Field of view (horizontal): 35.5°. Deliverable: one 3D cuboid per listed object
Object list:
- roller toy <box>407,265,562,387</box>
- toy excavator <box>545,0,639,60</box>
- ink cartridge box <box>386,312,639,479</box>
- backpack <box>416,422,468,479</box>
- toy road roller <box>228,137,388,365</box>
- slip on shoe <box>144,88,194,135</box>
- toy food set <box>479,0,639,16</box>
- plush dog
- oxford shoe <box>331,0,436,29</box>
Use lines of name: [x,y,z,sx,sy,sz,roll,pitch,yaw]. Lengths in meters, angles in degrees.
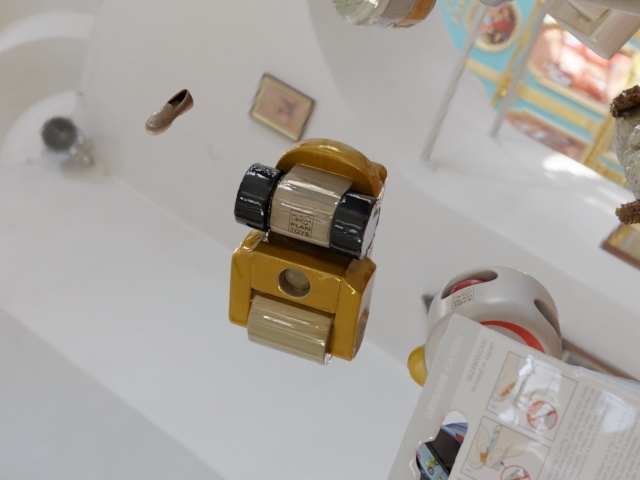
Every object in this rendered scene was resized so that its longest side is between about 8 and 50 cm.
roller toy: [0.243,0.145,1.423,0.146,0.209,0.191,-71,-2,-62]
toy excavator: [0.125,-0.404,1.093,0.222,0.445,0.433,-48,-41,15]
ink cartridge box: [0.262,0.279,0.993,0.091,0.385,0.308,-8,-61,-66]
backpack: [0.173,0.289,1.156,0.117,0.173,0.158,-15,-39,-40]
toy road roller: [0.000,0.000,1.529,0.240,0.202,0.329,-55,-23,-54]
slip on shoe: [-0.328,-0.279,2.161,0.135,0.051,0.041,-40,-29,-26]
toy food set: [0.079,-0.206,0.611,0.306,0.220,0.092,14,-74,-25]
plush dog: [0.551,-0.129,1.618,0.210,0.262,0.225,-31,28,14]
oxford shoe: [0.071,-0.459,1.447,0.130,0.449,0.169,13,-43,-28]
